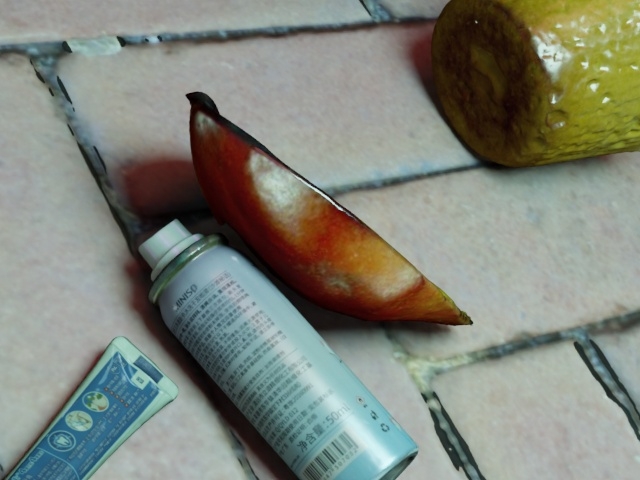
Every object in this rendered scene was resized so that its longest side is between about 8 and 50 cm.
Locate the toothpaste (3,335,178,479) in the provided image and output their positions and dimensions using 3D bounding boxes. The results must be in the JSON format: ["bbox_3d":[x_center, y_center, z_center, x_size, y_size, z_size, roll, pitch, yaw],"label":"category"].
[{"bbox_3d":[-0.153,0.130,1.070,0.057,0.035,0.197,44,41,-4],"label":"toothpaste"}]

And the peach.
[{"bbox_3d":[-0.003,0.002,1.218,0.279,0.068,0.189,39,2,-24],"label":"peach"}]

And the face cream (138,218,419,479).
[{"bbox_3d":[-0.036,0.078,1.155,0.229,0.075,0.075,48,45,13],"label":"face cream"}]

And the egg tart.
[{"bbox_3d":[0.190,-0.150,1.410,0.147,0.202,0.202,-22,66,-32],"label":"egg tart"}]
